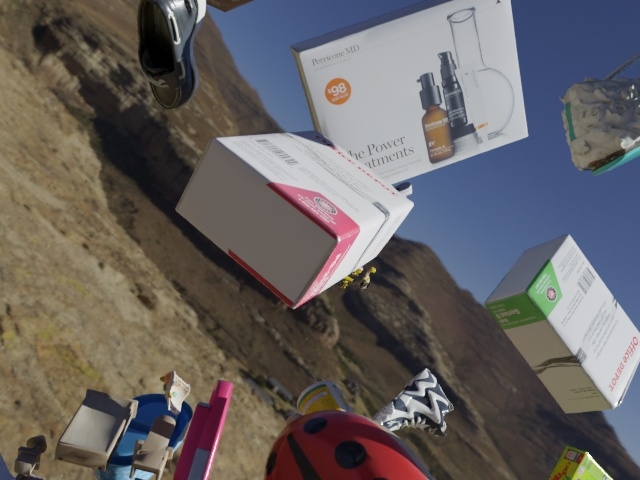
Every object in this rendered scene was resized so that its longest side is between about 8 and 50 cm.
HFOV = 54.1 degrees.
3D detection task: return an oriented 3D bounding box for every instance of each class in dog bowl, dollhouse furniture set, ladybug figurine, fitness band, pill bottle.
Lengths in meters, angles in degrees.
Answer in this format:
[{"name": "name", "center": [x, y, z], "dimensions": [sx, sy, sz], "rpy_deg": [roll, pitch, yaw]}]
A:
[{"name": "dog bowl", "center": [-0.415, 0.460, 1.453], "dimensions": [0.166, 0.074, 0.297], "rpy_deg": [14, 17, 12]}, {"name": "dollhouse furniture set", "center": [-0.490, 0.530, 1.376], "dimensions": [0.303, 0.355, 0.174], "rpy_deg": [15, 25, -3]}, {"name": "ladybug figurine", "center": [0.041, 0.461, 1.051], "dimensions": [0.449, 0.305, 0.162], "rpy_deg": [45, -3, 43]}, {"name": "fitness band", "center": [-0.236, 0.416, 1.228], "dimensions": [0.054, 0.290, 0.209], "rpy_deg": [16, -26, -1]}, {"name": "pill bottle", "center": [0.033, 0.450, 1.512], "dimensions": [0.117, 0.117, 0.208], "rpy_deg": [43, 5, -41]}]

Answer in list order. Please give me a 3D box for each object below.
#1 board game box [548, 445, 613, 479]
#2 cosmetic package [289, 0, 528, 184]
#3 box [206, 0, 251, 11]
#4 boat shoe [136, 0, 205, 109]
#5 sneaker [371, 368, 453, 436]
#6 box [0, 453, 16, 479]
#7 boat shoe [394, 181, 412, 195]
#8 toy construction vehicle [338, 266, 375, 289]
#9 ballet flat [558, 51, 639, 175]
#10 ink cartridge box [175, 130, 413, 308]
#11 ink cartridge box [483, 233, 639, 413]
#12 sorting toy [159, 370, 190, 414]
[{"name": "board game box", "center": [0.475, 0.451, 1.093], "dimensions": [0.181, 0.092, 0.043], "rpy_deg": [44, -19, -19]}, {"name": "cosmetic package", "center": [0.166, -0.267, 1.129], "dimensions": [0.097, 0.377, 0.284], "rpy_deg": [-117, -172, -65]}, {"name": "box", "center": [-0.198, -0.608, 1.312], "dimensions": [0.203, 0.167, 0.168], "rpy_deg": [0, -7, 44]}, {"name": "boat shoe", "center": [-0.272, -0.325, 1.082], "dimensions": [0.114, 0.091, 0.302], "rpy_deg": [34, -32, 8]}, {"name": "sneaker", "center": [0.232, 0.444, 1.538], "dimensions": [0.153, 0.235, 0.094], "rpy_deg": [47, -33, 13]}, {"name": "box", "center": [-0.582, 0.439, 0.981], "dimensions": [0.181, 0.119, 0.182], "rpy_deg": [60, 18, 7]}, {"name": "boat shoe", "center": [0.180, -0.110, 1.547], "dimensions": [0.035, 0.100, 0.035], "rpy_deg": [-117, -175, -47]}, {"name": "toy construction vehicle", "center": [0.110, 0.110, 1.884], "dimensions": [0.086, 0.098, 0.035], "rpy_deg": [17, 35, -18]}, {"name": "ballet flat", "center": [0.488, -0.205, 0.814], "dimensions": [0.147, 0.409, 0.147], "rpy_deg": [161, -90, -73]}, {"name": "ink cartridge box", "center": [-0.018, -0.039, 0.724], "dimensions": [0.172, 0.100, 0.237], "rpy_deg": [39, 25, 14]}, {"name": "ink cartridge box", "center": [0.495, 0.169, 1.257], "dimensions": [0.289, 0.211, 0.121], "rpy_deg": [53, -37, -4]}, {"name": "sorting toy", "center": [-0.317, 0.333, 1.347], "dimensions": [0.083, 0.045, 0.075], "rpy_deg": [68, 11, -55]}]
